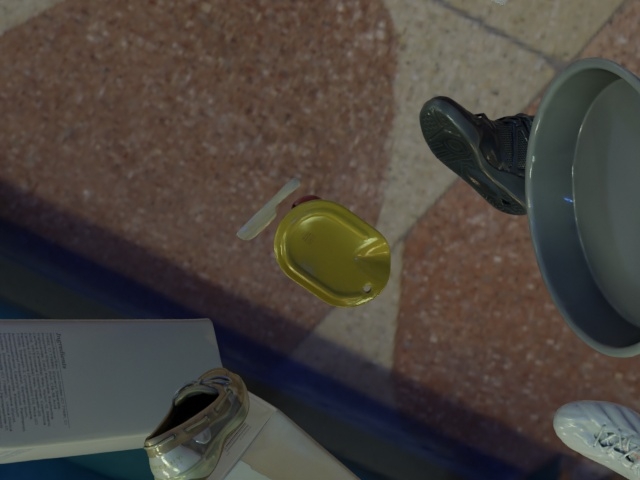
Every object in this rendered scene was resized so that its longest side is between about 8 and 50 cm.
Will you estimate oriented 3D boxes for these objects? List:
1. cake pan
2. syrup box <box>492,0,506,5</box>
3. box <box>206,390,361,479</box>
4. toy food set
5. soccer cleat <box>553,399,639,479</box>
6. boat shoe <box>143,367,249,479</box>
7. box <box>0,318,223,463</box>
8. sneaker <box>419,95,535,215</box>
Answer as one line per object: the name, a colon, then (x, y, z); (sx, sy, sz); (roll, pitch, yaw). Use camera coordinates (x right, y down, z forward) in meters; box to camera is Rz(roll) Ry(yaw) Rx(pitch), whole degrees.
cake pan: (0.292, -0.034, 1.195); (0.054, 0.293, 0.293); (-8, 151, -18)
syrup box: (0.201, -0.468, 1.906); (0.237, 0.093, 0.096); (36, -163, 24)
box: (-0.007, 0.325, 1.467); (0.311, 0.121, 0.148); (44, 167, -23)
toy food set: (0.000, 0.000, 1.727); (0.218, 0.071, 0.128); (36, 99, -15)
soccer cleat: (0.334, 0.223, 1.263); (0.196, 0.076, 0.068); (23, 113, 11)
boat shoe: (-0.094, 0.131, 0.917); (0.056, 0.153, 0.048); (-18, 108, 21)
box: (-0.210, 0.131, 1.078); (0.094, 0.113, 0.275); (-23, 162, 35)
sneaker: (0.227, -0.146, 1.655); (0.227, 0.130, 0.087); (37, 156, -29)
